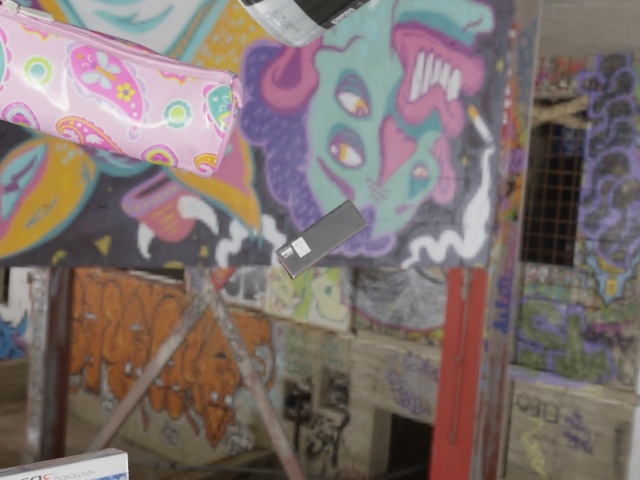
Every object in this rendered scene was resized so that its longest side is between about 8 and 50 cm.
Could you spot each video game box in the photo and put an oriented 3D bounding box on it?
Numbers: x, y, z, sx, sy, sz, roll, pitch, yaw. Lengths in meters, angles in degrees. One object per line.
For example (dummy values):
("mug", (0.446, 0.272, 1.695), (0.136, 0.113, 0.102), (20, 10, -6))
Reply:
("video game box", (-0.313, 0.361, 1.131), (0.187, 0.205, 0.048), (-3, 180, -37))

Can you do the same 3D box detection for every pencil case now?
("pencil case", (-0.222, -0.155, 0.968), (0.284, 0.124, 0.124), (18, -179, -11))

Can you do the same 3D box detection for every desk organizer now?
("desk organizer", (0.000, 0.000, 1.355), (0.130, 0.047, 0.050), (-35, 176, -9))

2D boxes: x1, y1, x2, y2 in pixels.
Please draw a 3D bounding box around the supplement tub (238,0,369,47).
("supplement tub", (0.043, -0.364, 1.013), (0.316, 0.194, 0.193), (-32, 172, 18))
